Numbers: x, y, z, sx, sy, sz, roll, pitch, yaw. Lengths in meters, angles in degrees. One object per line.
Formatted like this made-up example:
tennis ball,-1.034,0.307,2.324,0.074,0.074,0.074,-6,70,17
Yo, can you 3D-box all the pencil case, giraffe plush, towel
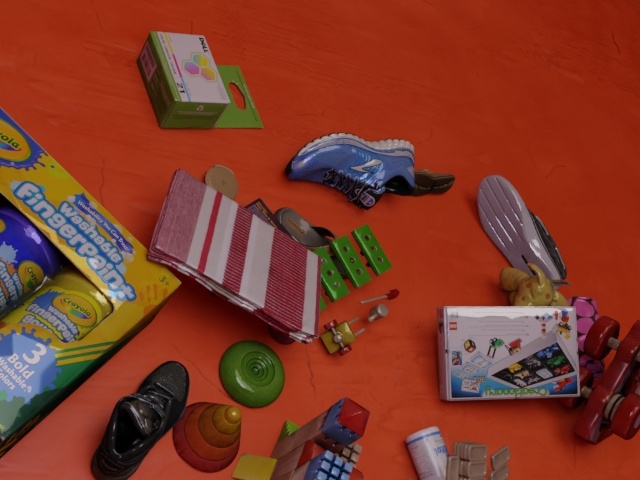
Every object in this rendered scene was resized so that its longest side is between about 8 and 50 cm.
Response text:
pencil case,0.636,0.234,1.839,0.098,0.095,0.209,12,49,-2
giraffe plush,0.467,0.169,1.727,0.181,0.210,0.170,39,74,1
towel,-0.137,0.027,1.325,0.329,0.037,0.237,33,33,-21

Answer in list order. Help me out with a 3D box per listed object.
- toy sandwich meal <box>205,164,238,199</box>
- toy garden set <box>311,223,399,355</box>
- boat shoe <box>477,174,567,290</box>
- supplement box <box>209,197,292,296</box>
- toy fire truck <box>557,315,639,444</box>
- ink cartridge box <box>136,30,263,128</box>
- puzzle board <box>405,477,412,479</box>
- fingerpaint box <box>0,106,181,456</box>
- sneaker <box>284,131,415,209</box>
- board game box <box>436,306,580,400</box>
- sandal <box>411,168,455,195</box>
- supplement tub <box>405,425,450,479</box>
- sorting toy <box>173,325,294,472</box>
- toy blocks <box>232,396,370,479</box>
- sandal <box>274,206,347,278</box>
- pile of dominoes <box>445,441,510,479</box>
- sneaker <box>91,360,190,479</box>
toy sandwich meal,-0.206,-0.116,1.544,0.086,0.029,0.085,17,60,-33
toy garden set,0.053,0.102,1.518,0.244,0.049,0.203,-27,85,-39
boat shoe,0.512,-0.018,1.924,0.119,0.121,0.335,-23,85,-50
supplement box,-0.159,0.011,1.448,0.104,0.081,0.188,49,46,5
toy fire truck,0.682,0.326,1.698,0.169,0.302,0.254,27,-4,40
ink cartridge box,-0.242,-0.343,1.629,0.255,0.097,0.188,-7,64,-36
puzzle board,0.146,0.504,1.364,0.128,0.011,0.096,-21,74,-41
fingerpaint box,-0.503,0.043,1.131,0.445,0.163,0.371,45,45,0
sneaker,0.080,-0.150,1.689,0.330,0.130,0.147,-2,68,-25
board game box,0.396,0.235,1.588,0.306,0.053,0.192,2,83,-14
sandal,0.258,-0.151,1.862,0.180,0.072,0.049,-4,47,-38
supplement tub,0.210,0.414,1.429,0.071,0.071,0.107,-4,62,-37
sorting toy,-0.107,0.227,1.303,0.127,0.126,0.365,41,46,-4
toy blocks,-0.022,0.412,1.138,0.191,0.261,0.381,34,47,-10
sandal,0.000,0.000,1.577,0.219,0.060,0.090,41,46,-12
pile of dominoes,0.276,0.502,1.391,0.196,0.040,0.251,13,79,-43
sneaker,-0.261,0.261,1.170,0.087,0.130,0.227,36,44,1
